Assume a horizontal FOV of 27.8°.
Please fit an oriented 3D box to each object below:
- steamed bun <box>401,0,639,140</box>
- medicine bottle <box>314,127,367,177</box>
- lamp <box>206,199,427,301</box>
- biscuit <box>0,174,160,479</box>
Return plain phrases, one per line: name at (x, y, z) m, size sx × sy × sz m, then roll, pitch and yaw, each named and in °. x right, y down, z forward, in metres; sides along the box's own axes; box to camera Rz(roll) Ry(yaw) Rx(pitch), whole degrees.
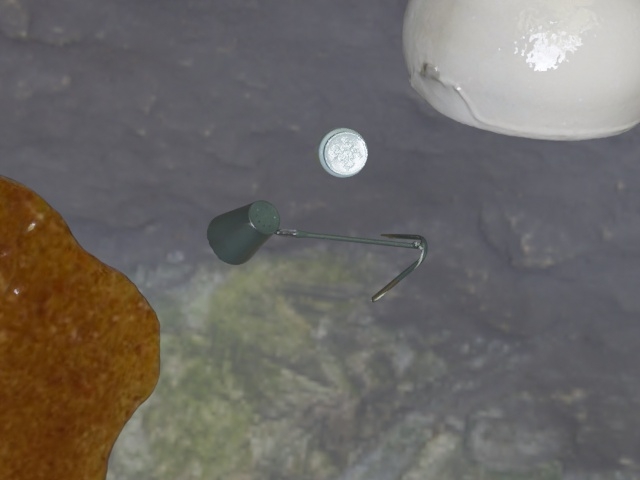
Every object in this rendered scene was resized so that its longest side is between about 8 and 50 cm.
steamed bun at (0.222, -0.227, 1.295) m, size 0.283 × 0.283 × 0.177 m, roll 7°, pitch 119°, yaw 5°
medicine bottle at (0.020, -0.084, 1.227) m, size 0.047 × 0.047 × 0.083 m, roll 10°, pitch -175°, yaw -5°
lamp at (-0.001, 0.000, 0.762) m, size 0.121 × 0.041 × 0.054 m, roll 13°, pitch 154°, yaw -28°
biscuit at (-0.205, 0.078, 0.557) m, size 0.049 × 0.257 × 0.273 m, roll 7°, pitch 161°, yaw 47°
